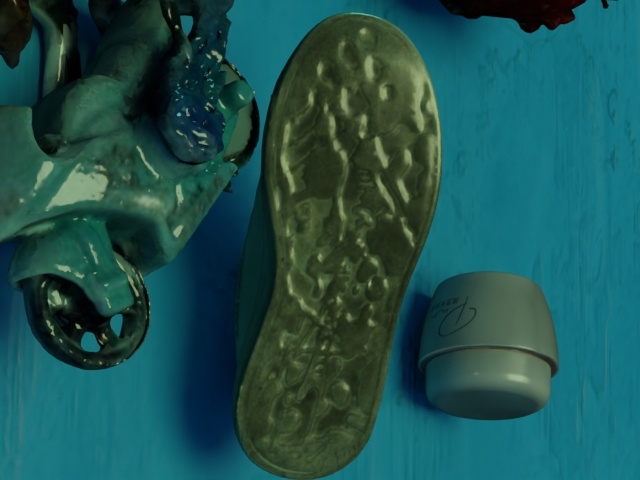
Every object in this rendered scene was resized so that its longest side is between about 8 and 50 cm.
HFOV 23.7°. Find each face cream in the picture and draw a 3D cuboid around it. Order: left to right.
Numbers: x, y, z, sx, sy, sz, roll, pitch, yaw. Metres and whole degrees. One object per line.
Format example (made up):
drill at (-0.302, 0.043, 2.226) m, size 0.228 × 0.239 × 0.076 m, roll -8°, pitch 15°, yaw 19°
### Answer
face cream at (0.140, 0.089, 1.271) m, size 0.117 × 0.117 × 0.104 m, roll 28°, pitch 56°, yaw -46°

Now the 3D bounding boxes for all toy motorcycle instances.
toy motorcycle at (-0.140, -0.066, 0.918) m, size 0.206 × 0.154 × 0.260 m, roll 49°, pitch 45°, yaw -22°

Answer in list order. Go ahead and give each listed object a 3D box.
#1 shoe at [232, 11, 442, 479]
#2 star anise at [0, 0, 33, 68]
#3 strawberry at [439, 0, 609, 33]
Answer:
shoe at (0.000, 0.000, 1.076) m, size 0.124 × 0.159 × 0.316 m, roll 11°, pitch 95°, yaw -8°
star anise at (-0.211, -0.213, 0.789) m, size 0.236 × 0.109 × 0.223 m, roll 42°, pitch 85°, yaw -8°
strawberry at (0.163, -0.314, 1.278) m, size 0.274 × 0.220 × 0.274 m, roll -12°, pitch 121°, yaw -20°
